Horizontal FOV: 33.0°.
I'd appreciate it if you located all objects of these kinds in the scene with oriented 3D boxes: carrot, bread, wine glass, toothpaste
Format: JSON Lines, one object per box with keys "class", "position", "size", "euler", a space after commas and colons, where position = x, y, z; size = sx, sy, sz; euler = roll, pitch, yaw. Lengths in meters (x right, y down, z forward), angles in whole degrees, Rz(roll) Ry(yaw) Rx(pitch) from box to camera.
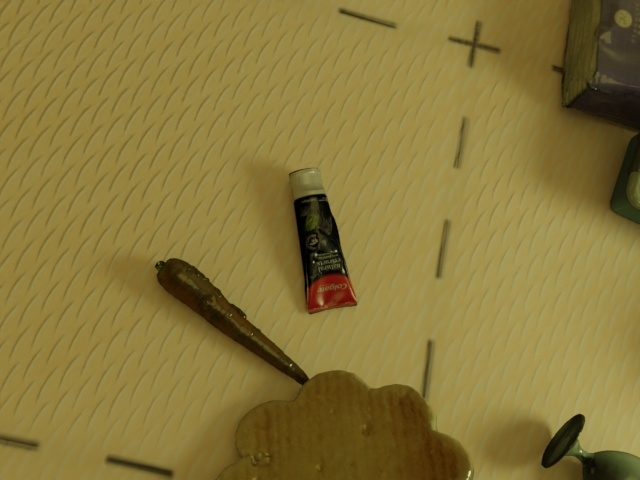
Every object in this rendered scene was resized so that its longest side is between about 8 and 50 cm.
{"class": "carrot", "position": [-0.110, 0.107, 1.389], "size": [0.254, 0.049, 0.049], "euler": [40, 67, -4]}
{"class": "bread", "position": [0.024, 0.293, 1.289], "size": [0.316, 0.054, 0.316], "euler": [-7, 49, 8]}
{"class": "wine glass", "position": [0.400, 0.326, 1.431], "size": [0.202, 0.093, 0.093], "euler": [36, 67, 1]}
{"class": "toothpaste", "position": [0.000, 0.000, 1.457], "size": [0.071, 0.045, 0.193], "euler": [-8, 81, -18]}

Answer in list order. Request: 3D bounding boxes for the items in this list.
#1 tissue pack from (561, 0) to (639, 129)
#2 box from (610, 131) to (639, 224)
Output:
{"class": "tissue pack", "position": [0.552, -0.274, 1.654], "size": [0.344, 0.125, 0.242], "euler": [14, 69, -11]}
{"class": "box", "position": [0.546, -0.079, 1.578], "size": [0.227, 0.130, 0.162], "euler": [23, 76, -6]}
